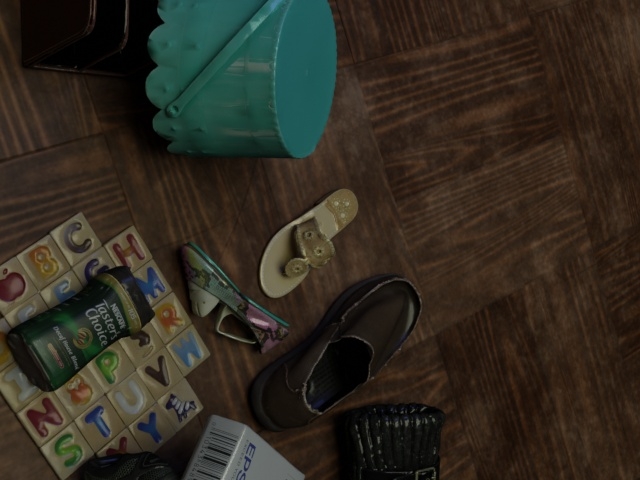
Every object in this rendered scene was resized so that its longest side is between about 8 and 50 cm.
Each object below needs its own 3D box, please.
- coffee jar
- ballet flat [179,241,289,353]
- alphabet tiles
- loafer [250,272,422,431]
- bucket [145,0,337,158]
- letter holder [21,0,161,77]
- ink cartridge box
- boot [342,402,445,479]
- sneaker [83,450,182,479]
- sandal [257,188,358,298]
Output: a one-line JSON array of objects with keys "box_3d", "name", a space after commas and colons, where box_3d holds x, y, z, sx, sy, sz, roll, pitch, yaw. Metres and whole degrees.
[{"box_3d": [-0.311, 0.112, 1.298, 0.184, 0.079, 0.096, -37, 108, -35], "name": "coffee jar"}, {"box_3d": [-0.140, 0.096, 1.460, 0.221, 0.077, 0.079, 43, 80, -27], "name": "ballet flat"}, {"box_3d": [-0.306, 0.149, 1.355, 0.285, 0.011, 0.342, -39, 109, -34], "name": "alphabet tiles"}, {"box_3d": [0.057, 0.180, 1.559, 0.366, 0.130, 0.133, -42, 110, -34], "name": "loafer"}, {"box_3d": [-0.101, -0.242, 1.380, 0.281, 0.183, 0.281, 7, 90, -71], "name": "bucket"}, {"box_3d": [-0.288, -0.392, 1.302, 0.152, 0.214, 0.301, 0, 85, -38], "name": "letter holder"}, {"box_3d": [-0.124, 0.442, 1.331, 0.324, 0.072, 0.330, -68, 151, -21], "name": "ink cartridge box"}, {"box_3d": [0.187, 0.401, 1.635, 0.348, 0.131, 0.260, 6, 81, -37], "name": "boot"}, {"box_3d": [-0.273, 0.373, 1.306, 0.087, 0.130, 0.227, 10, 113, -57], "name": "sneaker"}, {"box_3d": [-0.004, -0.005, 1.565, 0.240, 0.079, 0.088, -48, 113, -31], "name": "sandal"}]
